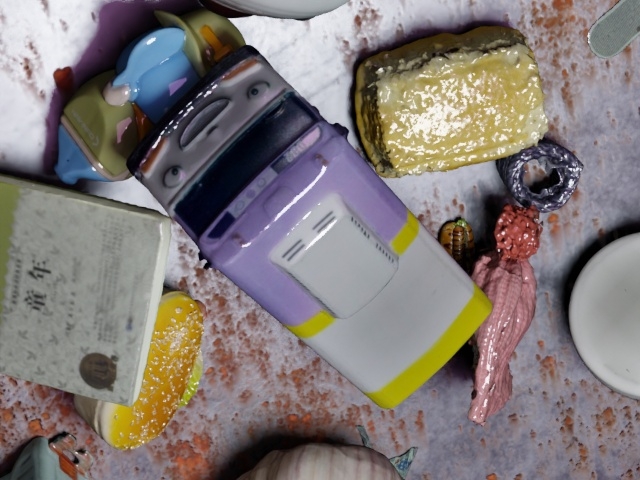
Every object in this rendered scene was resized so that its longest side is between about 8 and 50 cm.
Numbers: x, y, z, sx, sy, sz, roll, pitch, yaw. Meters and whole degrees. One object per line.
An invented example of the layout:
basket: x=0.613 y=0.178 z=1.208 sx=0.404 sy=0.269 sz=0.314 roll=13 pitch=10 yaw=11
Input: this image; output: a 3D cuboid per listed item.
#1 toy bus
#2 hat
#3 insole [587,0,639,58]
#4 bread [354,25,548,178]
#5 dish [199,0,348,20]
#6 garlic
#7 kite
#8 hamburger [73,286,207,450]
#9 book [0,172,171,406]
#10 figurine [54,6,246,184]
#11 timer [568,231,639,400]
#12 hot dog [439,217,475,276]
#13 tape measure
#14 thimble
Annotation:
toy bus: x=0.000 y=0.000 z=1.682 sx=0.209 sy=0.249 sz=0.440 roll=-43 pitch=138 yaw=1
hat: x=0.226 y=0.088 z=1.886 sx=0.107 sy=0.237 sz=0.286 roll=11 pitch=102 yaw=5
insole: x=0.446 y=-0.321 z=1.901 sx=0.232 sy=0.003 sz=0.080 roll=-36 pitch=117 yaw=-2
bread: x=0.168 y=-0.170 z=1.801 sx=0.245 sy=0.121 sz=0.174 roll=-16 pitch=111 yaw=-10
dish: x=-0.090 y=-0.308 z=1.608 sx=0.273 sy=0.273 sz=0.134 roll=12 pitch=126 yaw=-22
garlic: x=0.010 y=0.399 z=1.903 sx=0.317 sy=0.259 sz=0.317 roll=6 pitch=139 yaw=5
kite: x=0.076 y=0.320 z=2.023 sx=0.139 sy=0.011 sz=0.157 roll=-24 pitch=116 yaw=-11
hamburger: x=-0.216 y=0.153 z=1.785 sx=0.116 sy=0.173 sz=0.210 roll=27 pitch=102 yaw=13
book: x=-0.358 y=0.045 z=1.677 sx=0.352 sy=0.035 sz=0.239 roll=13 pitch=107 yaw=6
figurine: x=-0.189 y=-0.160 z=1.693 sx=0.180 sy=0.154 sz=0.262 roll=26 pitch=118 yaw=-34
timer: x=0.448 y=0.101 z=1.926 sx=0.233 sy=0.233 sz=0.240 roll=-41 pitch=161 yaw=0
hot dog: x=0.184 y=0.030 z=1.932 sx=0.049 sy=0.037 sz=0.122 roll=-10 pitch=111 yaw=-11
tape measure: x=-0.373 y=0.393 z=1.783 sx=0.246 sy=0.243 sz=0.125 roll=-41 pitch=115 yaw=8
thimble: x=0.285 y=-0.088 z=1.904 sx=0.104 sy=0.066 sz=0.095 roll=7 pitch=106 yaw=-17
